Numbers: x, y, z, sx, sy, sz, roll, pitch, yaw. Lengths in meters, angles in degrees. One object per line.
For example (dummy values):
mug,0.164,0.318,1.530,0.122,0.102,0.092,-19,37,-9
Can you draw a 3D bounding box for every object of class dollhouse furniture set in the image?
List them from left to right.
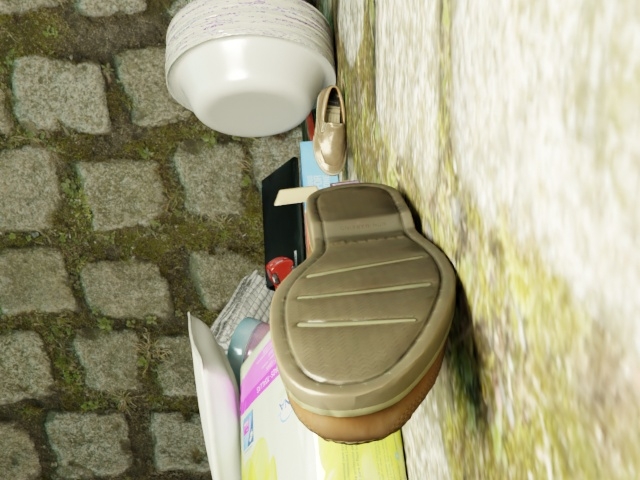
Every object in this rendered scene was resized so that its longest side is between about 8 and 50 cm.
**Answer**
dollhouse furniture set,-0.004,-0.035,0.973,0.091,0.114,0.081,-137,40,-82

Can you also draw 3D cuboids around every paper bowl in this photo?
paper bowl,-0.116,-0.276,1.201,0.284,0.284,0.148,96,170,-72

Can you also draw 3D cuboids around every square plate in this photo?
square plate,-0.131,0.292,0.985,0.344,0.049,0.347,-157,59,-76

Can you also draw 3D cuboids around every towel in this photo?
towel,-0.117,0.219,1.548,0.235,0.121,0.284,51,-147,-18

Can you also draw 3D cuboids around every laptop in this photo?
laptop,-0.047,-0.016,1.491,0.264,0.136,0.234,29,-125,-63

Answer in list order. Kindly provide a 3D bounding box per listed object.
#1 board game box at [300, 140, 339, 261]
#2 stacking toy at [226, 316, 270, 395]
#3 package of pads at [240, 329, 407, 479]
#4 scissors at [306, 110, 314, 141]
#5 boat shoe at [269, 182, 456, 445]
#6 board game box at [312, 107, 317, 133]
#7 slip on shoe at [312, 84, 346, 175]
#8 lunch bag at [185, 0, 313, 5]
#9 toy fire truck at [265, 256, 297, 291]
board game box,0.000,0.000,1.360,0.316,0.064,0.242,92,174,-60
stacking toy,-0.107,0.286,1.245,0.309,0.130,0.279,63,-143,-63
package of pads,-0.005,0.222,0.736,0.229,0.101,0.296,129,143,-51
scissors,-0.027,-0.298,1.594,0.109,0.021,0.297,-87,-13,-64
boat shoe,0.035,0.052,0.494,0.307,0.110,0.104,-75,-20,-67
board game box,0.000,-0.262,1.464,0.136,0.030,0.260,93,173,-46
slip on shoe,0.018,-0.166,1.074,0.041,0.051,0.135,154,120,-74
lunch bag,-0.163,-0.525,1.661,0.256,0.305,0.212,92,-175,-45
toy fire truck,-0.059,0.115,1.350,0.192,0.047,0.135,70,166,-15
